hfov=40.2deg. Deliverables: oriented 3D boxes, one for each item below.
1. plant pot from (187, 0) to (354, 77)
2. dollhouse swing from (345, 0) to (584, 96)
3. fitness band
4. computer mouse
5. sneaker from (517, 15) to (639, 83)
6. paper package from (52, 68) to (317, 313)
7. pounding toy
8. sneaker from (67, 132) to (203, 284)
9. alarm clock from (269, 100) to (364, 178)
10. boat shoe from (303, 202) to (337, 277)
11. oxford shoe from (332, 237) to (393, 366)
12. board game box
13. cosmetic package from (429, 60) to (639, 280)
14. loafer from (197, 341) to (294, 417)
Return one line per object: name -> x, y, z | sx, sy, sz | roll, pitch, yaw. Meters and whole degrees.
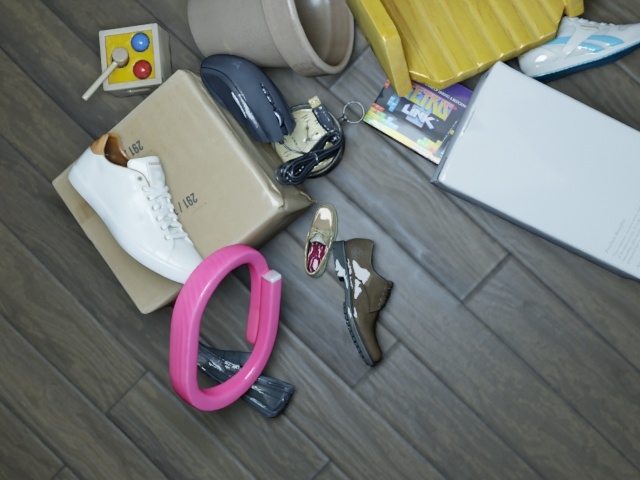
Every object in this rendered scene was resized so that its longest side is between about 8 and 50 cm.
plant pot -> -0.094, -0.392, 1.501 | 0.229, 0.263, 0.262 | -9, 87, 26
dollhouse swing -> 0.214, -0.476, 1.371 | 0.347, 0.305, 0.315 | -24, 67, -3
fitness band -> -0.152, 0.145, 1.418 | 0.054, 0.209, 0.290 | 26, 124, 31
computer mouse -> -0.065, -0.229, 1.451 | 0.262, 0.184, 0.060 | 52, 138, 4
sneaker -> 0.448, -0.339, 1.483 | 0.229, 0.087, 0.092 | -14, 84, 6
paper package -> -0.235, -0.085, 1.504 | 0.325, 0.168, 0.309 | -38, 82, 18
pounding toy -> -0.352, -0.317, 1.588 | 0.141, 0.100, 0.130 | -6, 87, 8
sneaker -> -0.272, -0.056, 1.374 | 0.290, 0.106, 0.123 | 44, 108, 12
alarm clock -> -0.005, -0.185, 1.553 | 0.192, 0.064, 0.129 | -32, 84, 9
boat shoe -> 0.000, 0.000, 1.557 | 0.050, 0.045, 0.135 | 8, 90, 8
oxford shoe -> 0.085, 0.105, 1.525 | 0.096, 0.083, 0.227 | -10, 88, 3
board game box -> 0.183, -0.225, 1.536 | 0.170, 0.048, 0.141 | 31, 94, 8
cosmetic package -> 0.397, -0.106, 1.427 | 0.385, 0.156, 0.217 | 28, 92, 1
loafer -> -0.149, 0.228, 1.561 | 0.223, 0.076, 0.078 | 33, 88, 3
